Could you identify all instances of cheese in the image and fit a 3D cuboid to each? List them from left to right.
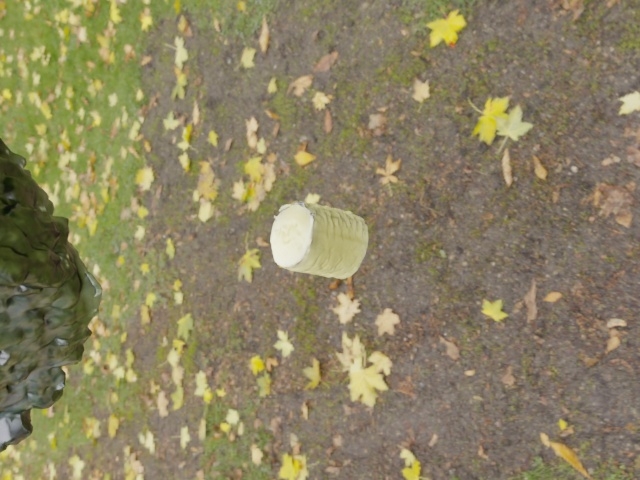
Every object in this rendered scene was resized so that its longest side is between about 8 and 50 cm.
[{"bbox_3d":[0.000,0.000,1.011,0.094,0.167,0.123,15,93,39],"label":"cheese"}]

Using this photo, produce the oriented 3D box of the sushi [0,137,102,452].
[{"bbox_3d":[-0.332,0.064,0.454,0.178,0.294,0.352,51,146,18],"label":"sushi"}]
